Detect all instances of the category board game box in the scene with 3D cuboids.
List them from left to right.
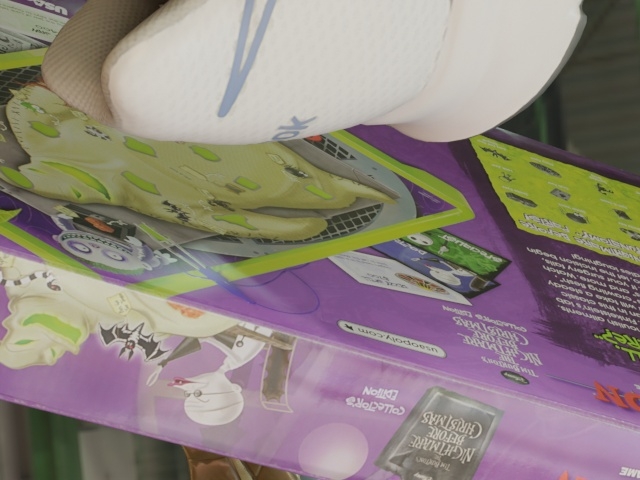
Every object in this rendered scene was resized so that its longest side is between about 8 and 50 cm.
[{"bbox_3d":[0.000,0.000,0.516,0.208,0.347,0.056,-113,-137,-63],"label":"board game box"}]

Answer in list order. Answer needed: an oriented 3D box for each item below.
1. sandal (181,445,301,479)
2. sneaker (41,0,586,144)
[{"bbox_3d":[-0.062,0.123,1.076,0.180,0.072,0.049,60,23,-19],"label":"sandal"},{"bbox_3d":[-0.012,-0.157,0.353,0.111,0.129,0.297,11,-68,51],"label":"sneaker"}]
